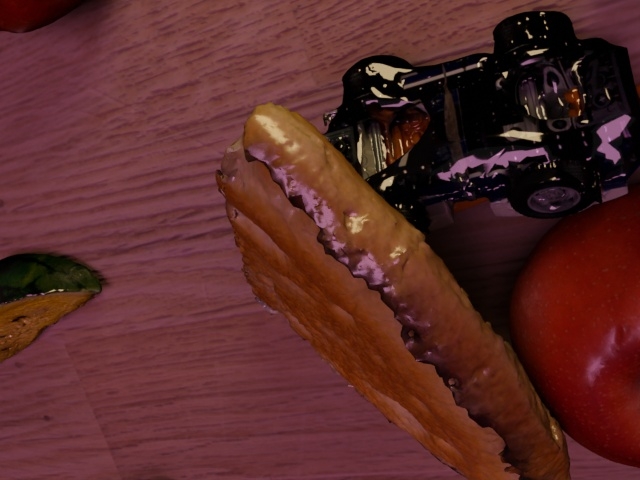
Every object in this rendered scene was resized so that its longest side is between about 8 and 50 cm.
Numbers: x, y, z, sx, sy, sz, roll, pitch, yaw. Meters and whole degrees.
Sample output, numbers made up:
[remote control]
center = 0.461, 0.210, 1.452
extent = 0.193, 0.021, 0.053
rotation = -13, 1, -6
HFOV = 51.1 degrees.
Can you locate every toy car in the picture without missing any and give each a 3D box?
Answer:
[toy car]
center = 0.143, -0.091, 0.620
extent = 0.301, 0.193, 0.118
rotation = -10, 150, 21

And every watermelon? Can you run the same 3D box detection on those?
[watermelon]
center = -0.451, 0.105, 0.972
extent = 0.301, 0.123, 0.129
rotation = -33, 117, 30

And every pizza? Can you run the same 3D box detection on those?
[pizza]
center = 0.076, 0.101, 0.614
extent = 0.392, 0.435, 0.080
rotation = 41, 75, 13

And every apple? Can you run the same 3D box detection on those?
[apple]
center = 0.303, 0.082, 0.592
extent = 0.260, 0.216, 0.260
rotation = 9, 117, 19

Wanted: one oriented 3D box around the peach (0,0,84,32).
[peach]
center = -0.356, -0.400, 0.707
extent = 0.281, 0.281, 0.338
rotation = -10, 70, 25
